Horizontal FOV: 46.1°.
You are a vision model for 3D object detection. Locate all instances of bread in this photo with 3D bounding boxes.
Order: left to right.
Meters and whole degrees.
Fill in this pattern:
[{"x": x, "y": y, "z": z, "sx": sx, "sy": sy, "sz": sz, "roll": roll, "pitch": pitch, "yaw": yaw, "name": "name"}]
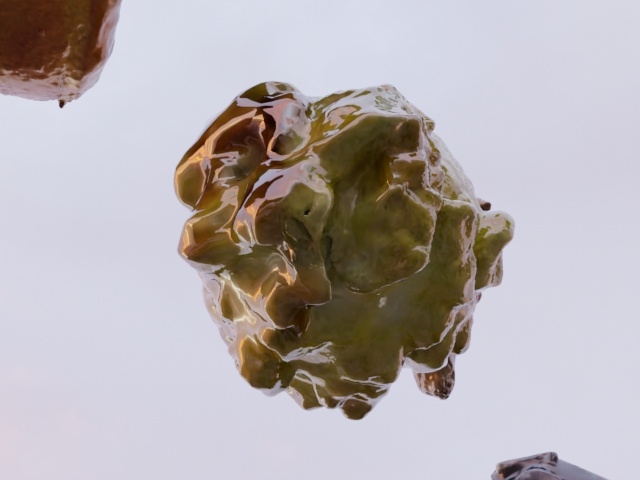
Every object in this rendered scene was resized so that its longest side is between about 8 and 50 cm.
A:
[{"x": -0.323, "y": -0.308, "z": 0.826, "sx": 0.172, "sy": 0.312, "sz": 0.312, "roll": -5, "pitch": -64, "yaw": -33, "name": "bread"}]

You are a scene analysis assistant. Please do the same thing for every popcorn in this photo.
[{"x": 0.010, "y": 0.016, "z": 0.693, "sx": 0.312, "sy": 0.312, "sz": 0.312, "roll": 3, "pitch": -69, "yaw": 8, "name": "popcorn"}]

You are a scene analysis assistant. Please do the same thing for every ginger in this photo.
[{"x": 0.165, "y": 0.066, "z": 0.993, "sx": 0.084, "sy": 0.290, "sz": 0.122, "roll": 35, "pitch": -38, "yaw": -28, "name": "ginger"}]

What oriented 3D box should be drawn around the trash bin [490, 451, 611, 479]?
[{"x": 0.258, "y": 0.414, "z": 0.667, "sx": 0.296, "sy": 0.256, "sz": 0.367, "roll": 13, "pitch": -48, "yaw": 44, "name": "trash bin"}]
